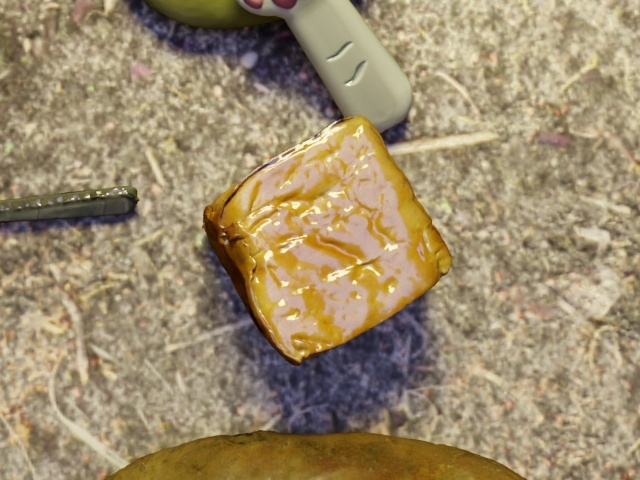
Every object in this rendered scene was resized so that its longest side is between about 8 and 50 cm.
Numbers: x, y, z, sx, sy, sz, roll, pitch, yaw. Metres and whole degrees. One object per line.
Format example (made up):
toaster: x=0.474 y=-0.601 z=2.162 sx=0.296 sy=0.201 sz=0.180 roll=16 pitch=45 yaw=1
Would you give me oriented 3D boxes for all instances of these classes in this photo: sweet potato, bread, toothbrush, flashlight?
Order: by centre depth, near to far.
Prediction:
sweet potato: x=-0.014 y=0.213 z=0.712 sx=0.423 sy=0.130 sz=0.130 roll=1 pitch=86 yaw=6
bread: x=0.000 y=0.000 z=0.712 sx=0.158 sy=0.149 sz=0.143 roll=-27 pitch=90 yaw=-3
flashlight: x=0.007 y=-0.164 z=0.729 sx=0.093 sy=0.047 sz=0.200 roll=-28 pitch=120 yaw=16
toothbrush: x=-0.298 y=-0.022 z=0.764 sx=0.297 sy=0.030 sz=0.030 roll=-6 pitch=76 yaw=-1

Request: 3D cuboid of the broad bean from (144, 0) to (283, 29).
broad bean: x=-0.045 y=-0.278 z=0.757 sx=0.263 sy=0.121 sz=0.189 roll=-25 pitch=93 yaw=12
